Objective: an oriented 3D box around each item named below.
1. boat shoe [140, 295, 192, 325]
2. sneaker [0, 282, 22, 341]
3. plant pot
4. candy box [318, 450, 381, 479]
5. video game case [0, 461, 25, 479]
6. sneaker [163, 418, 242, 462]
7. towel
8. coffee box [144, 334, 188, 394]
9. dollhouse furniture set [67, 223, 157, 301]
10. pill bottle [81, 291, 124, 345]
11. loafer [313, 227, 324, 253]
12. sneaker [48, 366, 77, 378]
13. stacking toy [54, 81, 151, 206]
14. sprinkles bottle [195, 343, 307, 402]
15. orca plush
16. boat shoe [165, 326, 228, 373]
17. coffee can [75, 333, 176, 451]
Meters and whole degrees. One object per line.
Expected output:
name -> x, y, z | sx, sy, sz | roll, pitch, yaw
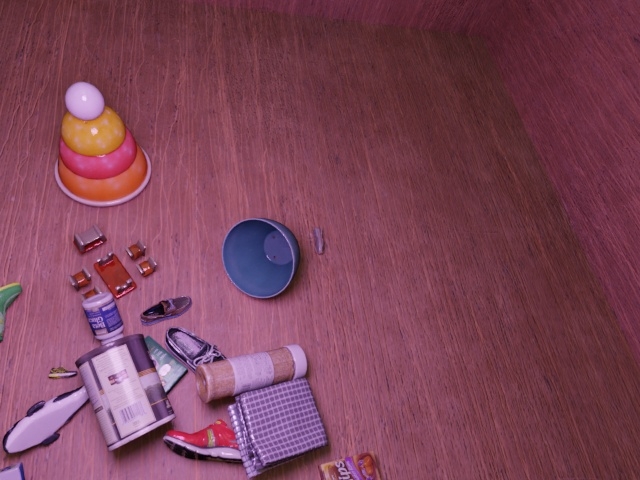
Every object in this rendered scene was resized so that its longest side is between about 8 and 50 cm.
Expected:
boat shoe -> -0.537, 0.240, 1.622 | 0.183, 0.066, 0.066 | -27, 70, -27
sneaker -> -1.047, 0.264, 1.464 | 0.123, 0.109, 0.296 | 38, 53, -18
plant pot -> -0.193, 0.046, 1.736 | 0.290, 0.290, 0.195 | 39, 22, 9
candy box -> 0.095, 0.759, 1.496 | 0.186, 0.053, 0.109 | -7, 63, -17
video game case -> -0.874, 0.743, 1.168 | 0.244, 0.061, 0.270 | -11, 86, -26
sneaker -> -0.343, 0.615, 1.443 | 0.278, 0.107, 0.119 | 17, 51, -17
towel -> -0.127, 0.575, 1.461 | 0.283, 0.121, 0.235 | -1, 60, -40
coffee box -> -0.543, 0.413, 1.533 | 0.184, 0.040, 0.113 | 36, 59, 7
dollhouse furniture set -> -0.757, 0.082, 1.644 | 0.262, 0.135, 0.259 | -33, 84, -29
pill bottle -> -0.699, 0.263, 1.508 | 0.094, 0.094, 0.170 | -21, 108, -25
loafer -> 0.000, 0.000, 1.925 | 0.039, 0.045, 0.125 | 2, 57, -21
sneaker -> -0.813, 0.414, 1.465 | 0.083, 0.031, 0.035 | 0, 60, -15
stacking toy -> -0.809, -0.382, 1.670 | 0.350, 0.480, 0.351 | 7, 58, -11
sprinkles bottle -> -0.219, 0.427, 1.512 | 0.355, 0.121, 0.121 | -3, 60, -35
orca plush -> -0.808, 0.493, 1.382 | 0.102, 0.151, 0.287 | 17, 54, 33
boat shoe -> -0.388, 0.389, 1.551 | 0.306, 0.105, 0.113 | 38, 58, 8
coffee can -> -0.579, 0.448, 1.383 | 0.201, 0.201, 0.276 | -22, 78, -25
